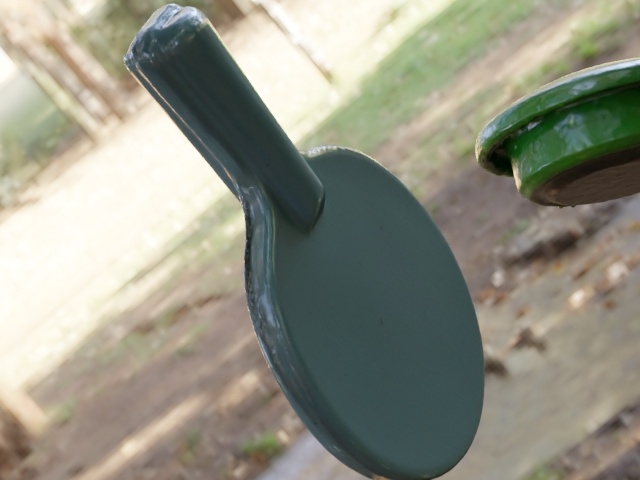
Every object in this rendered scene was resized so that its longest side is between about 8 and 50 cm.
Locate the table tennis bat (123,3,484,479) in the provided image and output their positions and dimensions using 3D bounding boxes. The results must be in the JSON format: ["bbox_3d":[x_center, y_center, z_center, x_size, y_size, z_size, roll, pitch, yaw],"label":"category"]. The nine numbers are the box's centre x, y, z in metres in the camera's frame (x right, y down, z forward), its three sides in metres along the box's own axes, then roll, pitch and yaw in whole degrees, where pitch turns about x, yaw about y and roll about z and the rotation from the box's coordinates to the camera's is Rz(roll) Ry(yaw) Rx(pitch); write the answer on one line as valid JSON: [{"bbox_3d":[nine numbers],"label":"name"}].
[{"bbox_3d":[0.000,0.000,0.710,0.040,0.244,0.153,-23,26,35],"label":"table tennis bat"}]

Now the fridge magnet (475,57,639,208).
[{"bbox_3d":[0.225,-0.086,1.274,0.208,0.088,0.208,-12,-15,-3],"label":"fridge magnet"}]
